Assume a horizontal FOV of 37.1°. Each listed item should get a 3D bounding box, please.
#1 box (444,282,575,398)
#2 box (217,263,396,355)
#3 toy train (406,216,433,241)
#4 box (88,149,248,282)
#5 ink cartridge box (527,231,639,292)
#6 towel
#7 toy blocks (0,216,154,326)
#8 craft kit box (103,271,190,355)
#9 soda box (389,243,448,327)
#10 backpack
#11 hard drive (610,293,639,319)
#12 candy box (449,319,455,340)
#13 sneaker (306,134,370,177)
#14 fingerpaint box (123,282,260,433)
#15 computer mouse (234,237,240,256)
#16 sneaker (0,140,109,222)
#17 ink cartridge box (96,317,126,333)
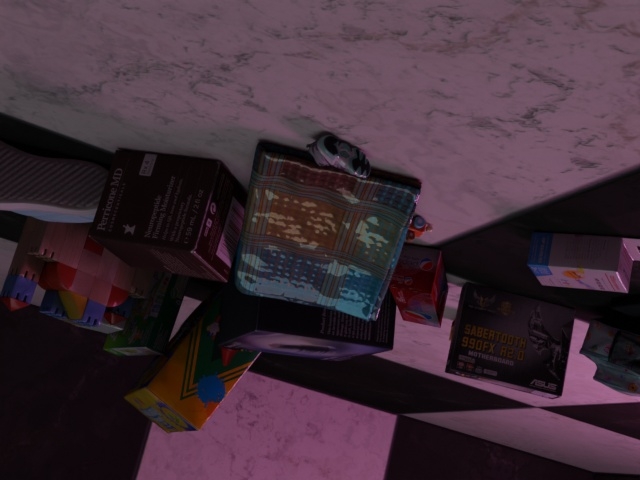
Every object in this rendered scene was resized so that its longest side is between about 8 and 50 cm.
[{"bbox_3d":[0.381,0.202,1.909,0.231,0.183,0.056,15,165,-1],"label":"box"},{"bbox_3d":[-0.034,0.142,1.984,0.294,0.182,0.296,10,165,-18],"label":"box"},{"bbox_3d":[0.117,-0.009,1.672,0.125,0.046,0.166,17,163,-10],"label":"toy train"},{"bbox_3d":[-0.256,-0.041,1.657,0.203,0.168,0.167,8,163,18],"label":"box"},{"bbox_3d":[0.437,0.036,1.532,0.181,0.061,0.104,4,161,30],"label":"ink cartridge box"},{"bbox_3d":[0.000,0.000,1.587,0.271,0.040,0.370,13,142,-1],"label":"towel"},{"bbox_3d":[-0.509,0.066,2.052,0.191,0.261,0.381,-3,157,44],"label":"toy blocks"},{"bbox_3d":[-0.405,0.148,2.256,0.061,0.250,0.247,27,159,-27],"label":"craft kit box"},{"bbox_3d":[0.196,0.093,1.860,0.083,0.092,0.263,11,163,15],"label":"soda box"},{"bbox_3d":[0.600,0.224,1.841,0.166,0.144,0.188,13,-169,-41],"label":"backpack"},{"bbox_3d":[0.620,0.133,1.766,0.135,0.022,0.094,21,162,-23],"label":"hard drive"},{"bbox_3d":[0.398,0.219,2.179,0.187,0.053,0.109,15,163,0],"label":"candy box"},{"bbox_3d":[0.022,-0.121,1.407,0.098,0.038,0.069,35,157,-28],"label":"sneaker"},{"bbox_3d":[-0.276,0.268,2.285,0.163,0.371,0.445,40,160,-6],"label":"fingerpaint box"},{"bbox_3d":[-0.220,-0.024,1.873,0.184,0.060,0.262,11,163,7],"label":"computer mouse"},{"bbox_3d":[-0.557,-0.095,1.788,0.366,0.135,0.150,14,160,1],"label":"sneaker"},{"bbox_3d":[-0.500,0.107,2.259,0.093,0.212,0.154,21,162,-22],"label":"ink cartridge box"}]
